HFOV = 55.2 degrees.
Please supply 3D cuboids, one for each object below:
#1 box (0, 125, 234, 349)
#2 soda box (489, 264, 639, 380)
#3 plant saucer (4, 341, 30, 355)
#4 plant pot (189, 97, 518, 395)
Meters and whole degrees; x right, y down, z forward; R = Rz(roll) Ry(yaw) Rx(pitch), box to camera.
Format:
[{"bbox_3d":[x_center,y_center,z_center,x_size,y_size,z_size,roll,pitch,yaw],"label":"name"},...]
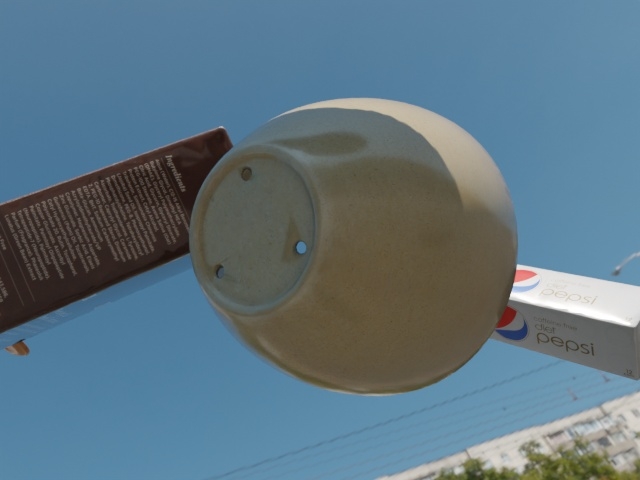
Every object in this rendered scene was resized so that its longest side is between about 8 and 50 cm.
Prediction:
[{"bbox_3d":[-0.277,0.006,0.765,0.381,0.143,0.191,-25,-3,-17],"label":"box"},{"bbox_3d":[0.263,0.082,0.701,0.069,0.216,0.074,-38,-57,-34],"label":"soda box"},{"bbox_3d":[-0.459,0.141,0.885,0.013,0.083,0.083,-56,-27,-33],"label":"plant saucer"},{"bbox_3d":[0.000,0.000,0.529,0.284,0.284,0.191,-48,-29,21],"label":"plant pot"}]
